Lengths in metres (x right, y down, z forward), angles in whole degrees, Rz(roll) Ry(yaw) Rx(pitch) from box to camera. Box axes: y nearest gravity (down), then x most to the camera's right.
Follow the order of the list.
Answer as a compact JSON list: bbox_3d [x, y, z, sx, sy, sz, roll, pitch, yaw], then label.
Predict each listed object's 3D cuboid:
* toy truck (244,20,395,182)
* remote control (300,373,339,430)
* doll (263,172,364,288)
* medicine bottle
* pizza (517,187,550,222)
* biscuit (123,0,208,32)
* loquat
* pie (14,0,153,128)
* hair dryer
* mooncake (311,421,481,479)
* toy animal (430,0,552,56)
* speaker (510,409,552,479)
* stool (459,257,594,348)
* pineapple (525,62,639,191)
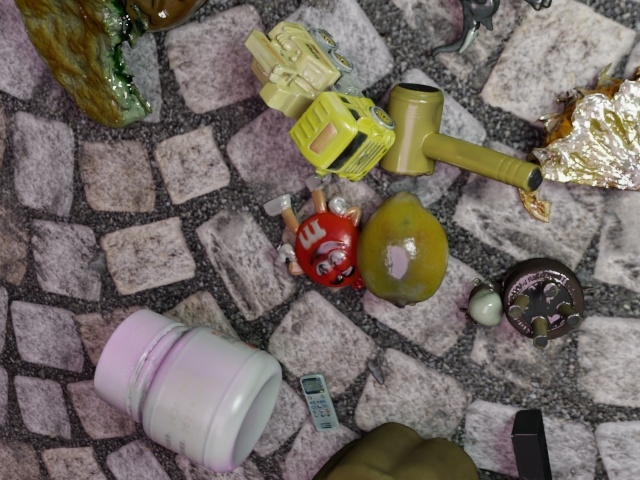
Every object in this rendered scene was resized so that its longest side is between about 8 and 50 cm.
[{"bbox_3d":[-0.015,-0.225,1.143,0.124,0.157,0.272,-47,61,30],"label":"toy truck"},{"bbox_3d":[-0.001,0.320,1.452,0.053,0.018,0.124,-10,104,25],"label":"remote control"},{"bbox_3d":[0.000,0.000,1.300,0.183,0.085,0.217,-30,86,28],"label":"doll"},{"bbox_3d":[-0.253,0.279,1.417,0.302,0.241,0.241,22,116,14],"label":"medicine bottle"},{"bbox_3d":[0.339,-0.063,1.168,0.037,0.016,0.083,-35,91,23],"label":"pizza"},{"bbox_3d":[-0.298,-0.515,1.227,0.332,0.103,0.332,7,111,20],"label":"biscuit"},{"bbox_3d":[0.135,0.015,1.213,0.152,0.152,0.195,2,96,23],"label":"loquat"},{"bbox_3d":[-0.413,-0.355,1.270,0.296,0.078,0.371,35,148,11],"label":"pie"},{"bbox_3d":[0.209,-0.144,1.106,0.279,0.090,0.135,27,119,41],"label":"hair dryer"},{"bbox_3d":[0.153,0.523,1.340,0.378,0.201,0.378,13,117,26],"label":"mooncake"},{"bbox_3d":[0.264,-0.368,1.054,0.137,0.082,0.269,27,121,15],"label":"toy animal"},{"bbox_3d":[0.378,0.412,1.290,0.044,0.082,0.218,-6,107,24],"label":"speaker"},{"bbox_3d":[0.326,0.101,1.178,0.217,0.121,0.125,-6,108,20],"label":"stool"},{"bbox_3d":[0.416,-0.143,1.053,0.236,0.114,0.186,-34,93,26],"label":"pineapple"}]
